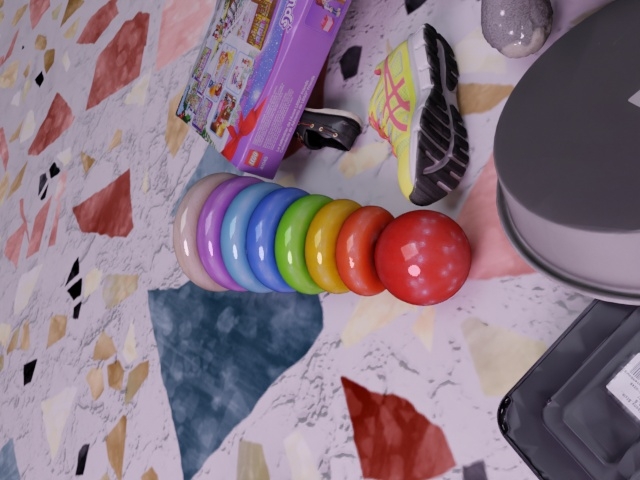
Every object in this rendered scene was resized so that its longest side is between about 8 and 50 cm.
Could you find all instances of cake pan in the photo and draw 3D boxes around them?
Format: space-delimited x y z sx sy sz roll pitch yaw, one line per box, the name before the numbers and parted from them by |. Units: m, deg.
cake pan | 0.251 -0.091 0.467 0.293 0.054 0.293 -27 38 24

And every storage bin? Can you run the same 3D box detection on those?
storage bin | 0.230 0.108 0.457 0.180 0.084 0.122 -53 47 15

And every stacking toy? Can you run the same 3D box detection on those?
stacking toy | 0.000 0.000 0.687 0.330 0.141 0.141 5 78 39

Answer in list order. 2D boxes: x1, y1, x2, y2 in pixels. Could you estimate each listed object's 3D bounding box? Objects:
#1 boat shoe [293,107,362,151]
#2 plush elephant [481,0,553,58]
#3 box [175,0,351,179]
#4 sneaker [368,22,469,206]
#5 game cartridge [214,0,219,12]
boat shoe | -0.011 -0.133 0.795 0.133 0.049 0.042 14 76 40
plush elephant | 0.257 -0.336 0.492 0.255 0.330 0.272 10 70 24
box | -0.068 -0.247 0.807 0.201 0.057 0.293 42 112 47
sneaker | 0.092 -0.119 0.680 0.094 0.081 0.209 -21 50 37
game cartridge | -0.062 -0.402 0.943 0.198 0.062 0.298 -4 72 38
